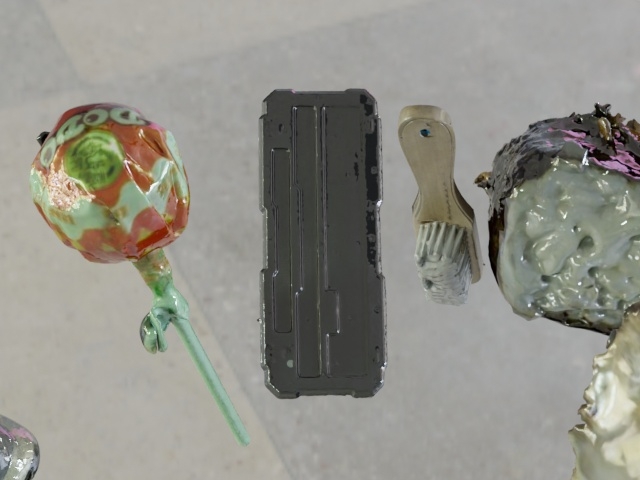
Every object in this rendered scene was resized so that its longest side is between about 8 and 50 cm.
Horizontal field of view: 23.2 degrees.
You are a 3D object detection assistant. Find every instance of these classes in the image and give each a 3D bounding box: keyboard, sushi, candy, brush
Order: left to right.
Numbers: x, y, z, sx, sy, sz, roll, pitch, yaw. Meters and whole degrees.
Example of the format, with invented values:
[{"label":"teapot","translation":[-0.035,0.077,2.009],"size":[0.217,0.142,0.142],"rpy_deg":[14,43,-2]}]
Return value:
[{"label":"candy","translation":[-0.089,0.033,0.908],"size":[0.078,0.287,0.084],"rpy_deg":[-38,48,-16]},{"label":"keyboard","translation":[0.000,0.000,1.283],"size":[0.106,0.016,0.262],"rpy_deg":[0,77,-4]},{"label":"brush","translation":[0.115,-0.022,1.536],"size":[0.070,0.327,0.065],"rpy_deg":[4,61,13]},{"label":"sushi","translation":[0.337,-0.024,1.558],"size":[0.349,0.234,0.207],"rpy_deg":[18,28,-2]}]

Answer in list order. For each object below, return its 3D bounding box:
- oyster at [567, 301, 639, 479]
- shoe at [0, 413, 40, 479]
[{"label":"oyster","translation":[0.088,0.096,0.381],"size":[0.056,0.177,0.105],"rpy_deg":[4,19,-23]},{"label":"shoe","translation":[-0.301,0.135,1.155],"size":[0.194,0.077,0.074],"rpy_deg":[20,87,27]}]
